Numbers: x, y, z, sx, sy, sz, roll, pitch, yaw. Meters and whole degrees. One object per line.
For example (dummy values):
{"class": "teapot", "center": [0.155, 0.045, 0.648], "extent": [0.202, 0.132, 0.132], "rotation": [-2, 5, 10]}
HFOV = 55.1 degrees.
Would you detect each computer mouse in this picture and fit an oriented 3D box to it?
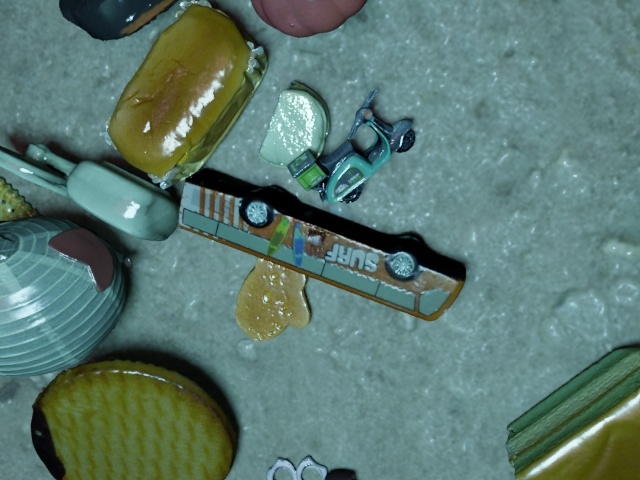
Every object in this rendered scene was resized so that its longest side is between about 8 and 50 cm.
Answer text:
{"class": "computer mouse", "center": [-0.214, -0.398, 0.809], "extent": [0.323, 0.116, 0.183], "rotation": [-41, 57, 20]}

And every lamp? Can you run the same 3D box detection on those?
{"class": "lamp", "center": [-0.411, 0.075, 0.881], "extent": [0.265, 0.233, 0.233], "rotation": [3, 100, 5]}
{"class": "lamp", "center": [-0.004, -0.338, 0.778], "extent": [0.182, 0.140, 0.182], "rotation": [-20, 53, 29]}

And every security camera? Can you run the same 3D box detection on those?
{"class": "security camera", "center": [-0.346, -0.090, 0.885], "extent": [0.301, 0.157, 0.080], "rotation": [25, 89, 6]}

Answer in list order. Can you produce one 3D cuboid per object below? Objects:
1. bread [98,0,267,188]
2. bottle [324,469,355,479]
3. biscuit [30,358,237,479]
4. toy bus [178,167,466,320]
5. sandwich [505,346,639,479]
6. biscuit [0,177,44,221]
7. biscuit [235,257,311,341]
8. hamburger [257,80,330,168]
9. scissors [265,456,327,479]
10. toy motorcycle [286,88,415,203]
{"class": "bread", "center": [-0.187, -0.202, 0.853], "extent": [0.136, 0.107, 0.241], "rotation": [39, 99, 4]}
{"class": "bottle", "center": [0.045, 0.437, 0.948], "extent": [0.060, 0.060, 0.164], "rotation": [-14, 96, 13]}
{"class": "biscuit", "center": [-0.287, 0.308, 0.949], "extent": [0.317, 0.040, 0.318], "rotation": [1, 120, 2]}
{"class": "toy bus", "center": [0.000, 0.000, 0.865], "extent": [0.408, 0.093, 0.092], "rotation": [21, 110, 7]}
{"class": "sandwich", "center": [0.348, 0.266, 0.811], "extent": [0.198, 0.155, 0.228], "rotation": [-6, 98, 11]}
{"class": "biscuit", "center": [-0.524, -0.021, 0.997], "extent": [0.203, 0.016, 0.144], "rotation": [41, 104, 1]}
{"class": "biscuit", "center": [-0.066, 0.092, 0.927], "extent": [0.118, 0.023, 0.140], "rotation": [34, 103, 3]}
{"class": "hamburger", "center": [-0.030, -0.153, 0.866], "extent": [0.084, 0.054, 0.121], "rotation": [27, 106, 1]}
{"class": "scissors", "center": [-0.026, 0.435, 0.983], "extent": [0.100, 0.015, 0.189], "rotation": [-9, 99, 9]}
{"class": "toy motorcycle", "center": [0.049, -0.121, 0.840], "extent": [0.173, 0.058, 0.100], "rotation": [-38, 125, 8]}
